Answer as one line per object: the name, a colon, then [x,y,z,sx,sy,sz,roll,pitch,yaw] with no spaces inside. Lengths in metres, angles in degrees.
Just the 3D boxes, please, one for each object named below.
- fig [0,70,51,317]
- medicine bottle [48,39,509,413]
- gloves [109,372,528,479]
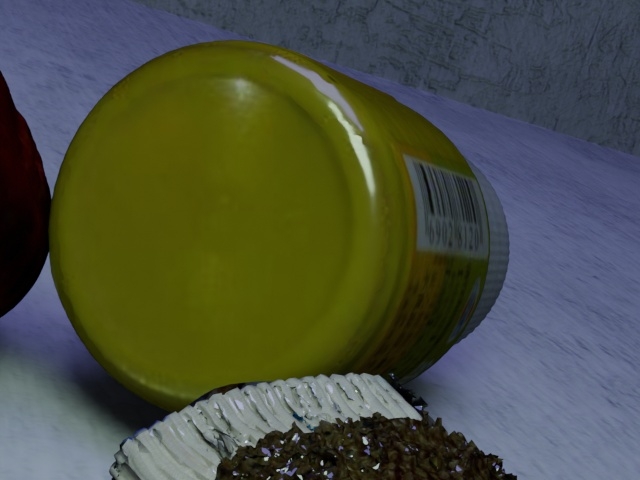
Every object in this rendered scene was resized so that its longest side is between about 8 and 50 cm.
fig: [-0.284,-0.011,0.809,0.203,0.250,0.186,83,-18,-64]
medicine bottle: [0.000,0.000,0.950,0.224,0.224,0.384,25,7,19]
gloves: [0.022,0.154,0.609,0.210,0.135,0.312,19,15,-37]
